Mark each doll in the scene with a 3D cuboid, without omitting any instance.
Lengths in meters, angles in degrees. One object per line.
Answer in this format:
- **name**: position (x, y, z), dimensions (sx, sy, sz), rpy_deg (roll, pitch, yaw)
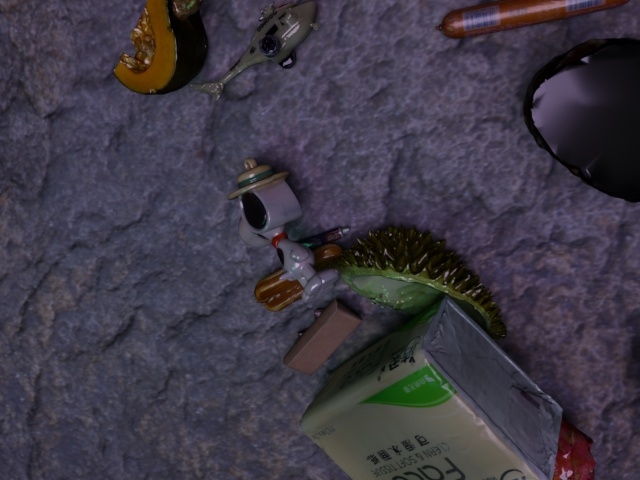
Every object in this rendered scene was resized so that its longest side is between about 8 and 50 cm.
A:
- **doll**: position (-0.066, -0.023, 1.138), dimensions (0.271, 0.144, 0.208), rpy_deg (40, 143, 32)

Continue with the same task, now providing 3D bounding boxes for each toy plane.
- **toy plane**: position (-0.122, -0.359, 1.095), dimensions (0.286, 0.092, 0.108), rpy_deg (-38, 77, 18)

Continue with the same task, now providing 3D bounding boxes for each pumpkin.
- **pumpkin**: position (-0.272, -0.383, 1.089), dimensions (0.126, 0.131, 0.248), rpy_deg (36, 116, 5)

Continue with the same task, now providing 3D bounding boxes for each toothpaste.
- **toothpaste**: position (0.000, 0.000, 1.228), dimensions (0.140, 0.021, 0.037), rpy_deg (-22, 102, 18)

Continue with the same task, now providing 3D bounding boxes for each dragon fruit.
- **dragon fruit**: position (0.480, 0.465, 1.215), dimensions (0.268, 0.210, 0.205), rpy_deg (47, 149, -5)

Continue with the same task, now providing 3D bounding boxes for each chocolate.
- **chocolate**: position (0.496, -0.204, 0.975), dimensions (0.340, 0.210, 0.225), rpy_deg (24, 107, -4)

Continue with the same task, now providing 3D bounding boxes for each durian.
- **durian**: position (0.216, 0.108, 1.159), dimensions (0.394, 0.163, 0.198), rpy_deg (29, 111, -11)

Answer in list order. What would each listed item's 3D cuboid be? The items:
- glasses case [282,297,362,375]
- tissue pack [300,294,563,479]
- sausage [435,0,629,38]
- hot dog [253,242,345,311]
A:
- **glasses case**: position (0.010, 0.211, 1.282), dimensions (0.102, 0.070, 0.193), rpy_deg (28, 112, -30)
- **tissue pack**: position (0.204, 0.353, 1.142), dimensions (0.332, 0.205, 0.405), rpy_deg (44, 133, -2)
- **sausage**: position (0.377, -0.406, 1.007), dimensions (0.348, 0.053, 0.053), rpy_deg (-8, 107, 12)
- **hot dog**: position (-0.047, 0.081, 1.239), dimensions (0.236, 0.062, 0.092), rpy_deg (-26, 117, 12)
